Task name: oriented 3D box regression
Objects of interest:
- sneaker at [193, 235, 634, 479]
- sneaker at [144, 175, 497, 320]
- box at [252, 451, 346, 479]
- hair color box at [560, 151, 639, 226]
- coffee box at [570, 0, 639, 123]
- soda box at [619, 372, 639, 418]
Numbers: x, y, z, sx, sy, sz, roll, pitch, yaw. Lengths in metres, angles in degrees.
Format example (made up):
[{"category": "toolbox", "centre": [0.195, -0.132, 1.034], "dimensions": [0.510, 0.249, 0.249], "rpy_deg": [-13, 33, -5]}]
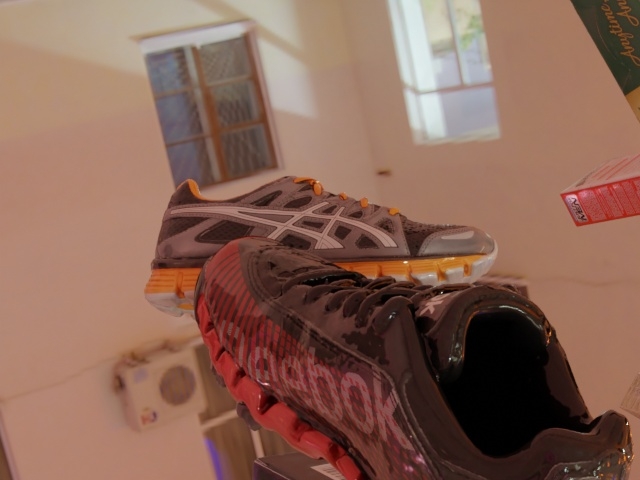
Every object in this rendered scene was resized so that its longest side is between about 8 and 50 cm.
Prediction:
[{"category": "sneaker", "centre": [0.034, 0.056, 0.461], "dimensions": [0.097, 0.135, 0.276], "rpy_deg": [-8, -145, -35]}, {"category": "sneaker", "centre": [0.000, 0.000, 0.617], "dimensions": [0.214, 0.083, 0.084], "rpy_deg": [-1, 160, 0]}, {"category": "box", "centre": [0.038, 0.576, 1.671], "dimensions": [0.212, 0.395, 0.293], "rpy_deg": [-1, -173, -37]}, {"category": "hair color box", "centre": [0.380, -0.068, 1.208], "dimensions": [0.093, 0.053, 0.167], "rpy_deg": [-33, -169, -28]}, {"category": "coffee box", "centre": [0.215, -0.130, 0.532], "dimensions": [0.184, 0.113, 0.040], "rpy_deg": [-22, 172, -30]}, {"category": "soda box", "centre": [0.471, 0.226, 1.404], "dimensions": [0.058, 0.061, 0.181], "rpy_deg": [29, 178, 6]}]
